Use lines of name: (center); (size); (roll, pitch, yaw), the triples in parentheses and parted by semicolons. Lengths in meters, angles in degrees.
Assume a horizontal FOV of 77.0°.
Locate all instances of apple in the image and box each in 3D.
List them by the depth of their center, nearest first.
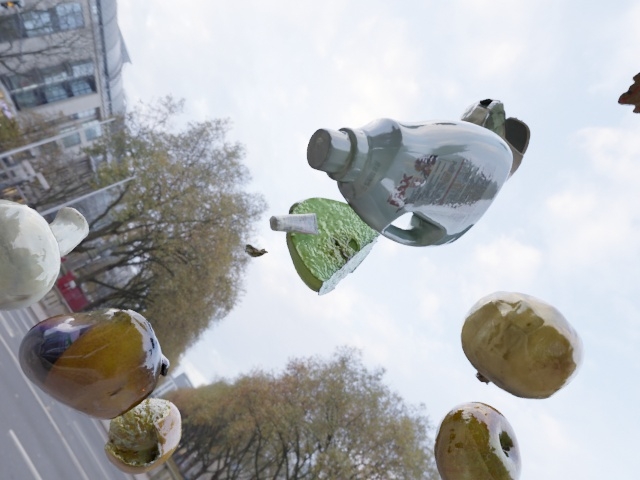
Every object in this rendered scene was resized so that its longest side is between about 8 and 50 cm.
apple: (0.315, 0.431, 0.822); (0.155, 0.182, 0.182); (-36, -93, 43)

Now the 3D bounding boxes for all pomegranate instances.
pomegranate: (0.588, 0.313, 1.207); (0.332, 0.332, 0.332); (36, -37, 33)

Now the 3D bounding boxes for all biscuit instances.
biscuit: (0.738, -0.318, 0.882); (0.119, 0.019, 0.130); (-41, -101, 30)

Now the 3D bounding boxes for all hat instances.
hat: (0.553, -0.319, 1.308); (0.275, 0.232, 0.161); (53, -25, -7)

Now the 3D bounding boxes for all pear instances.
pear: (0.000, 0.000, 1.162); (0.292, 0.292, 0.159); (52, -29, 10)

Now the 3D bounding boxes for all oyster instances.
oyster: (-0.249, 0.029, 1.541); (0.038, 0.080, 0.083); (-101, 171, -46)

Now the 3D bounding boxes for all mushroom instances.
mushroom: (-0.866, 0.013, 1.136); (0.315, 0.356, 0.315); (26, -19, 10)

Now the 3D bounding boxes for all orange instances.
orange: (-0.375, 0.415, 0.857); (0.134, 0.156, 0.157); (13, -52, 62)

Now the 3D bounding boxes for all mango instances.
mango: (-0.356, 0.197, 0.653); (0.201, 0.153, 0.287); (31, -32, 9)

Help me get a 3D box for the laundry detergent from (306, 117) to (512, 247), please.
laundry detergent: (0.149, -0.107, 0.723); (0.125, 0.397, 0.264); (54, -52, 42)

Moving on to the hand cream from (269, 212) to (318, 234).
hand cream: (-0.065, -0.044, 1.026); (0.039, 0.143, 0.061); (-21, -107, 50)
